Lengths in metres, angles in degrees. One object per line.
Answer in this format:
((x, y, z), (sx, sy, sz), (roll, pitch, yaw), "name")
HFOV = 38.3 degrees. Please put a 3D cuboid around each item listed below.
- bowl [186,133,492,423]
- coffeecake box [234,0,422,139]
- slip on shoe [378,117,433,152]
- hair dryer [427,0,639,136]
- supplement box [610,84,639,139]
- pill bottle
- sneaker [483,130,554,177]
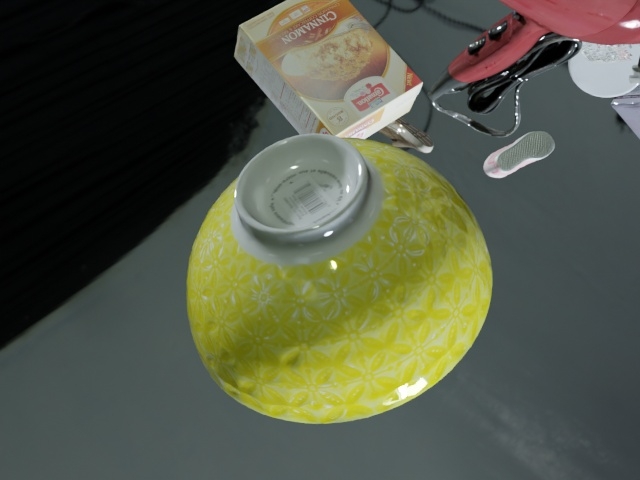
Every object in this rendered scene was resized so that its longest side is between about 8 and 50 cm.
((0.000, 0.000, 0.820), (0.289, 0.289, 0.156), (29, 155, 34), "bowl")
((0.008, -0.209, 1.129), (0.185, 0.142, 0.068), (50, 156, 13), "coffeecake box")
((0.138, -0.173, 1.540), (0.135, 0.051, 0.041), (43, 119, 41), "slip on shoe")
((0.165, -0.158, 0.720), (0.223, 0.080, 0.293), (-14, 150, 23), "hair dryer")
((0.628, -0.290, 1.628), (0.130, 0.239, 0.073), (42, 165, -24), "supplement box")
((0.412, -0.304, 1.300), (0.131, 0.229, 0.131), (12, 133, 13), "pill bottle")
((0.343, -0.150, 1.620), (0.051, 0.134, 0.070), (64, 157, 0), "sneaker")
